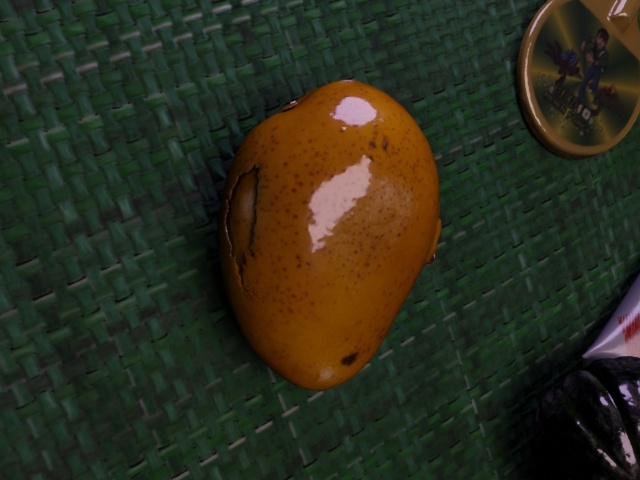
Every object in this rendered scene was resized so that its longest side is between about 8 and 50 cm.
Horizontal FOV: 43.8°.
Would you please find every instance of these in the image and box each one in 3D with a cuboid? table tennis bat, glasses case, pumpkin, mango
[{"bbox_3d":[0.347,-0.249,0.981,0.198,0.050,0.321,37,78,-24],"label":"table tennis bat"},{"bbox_3d":[0.449,0.089,1.023,0.128,0.083,0.308,49,68,-23],"label":"glasses case"},{"bbox_3d":[0.349,0.238,0.903,0.220,0.162,0.220,1,109,4],"label":"pumpkin"},{"bbox_3d":[0.000,0.000,0.721,0.191,0.160,0.290,0,101,-37],"label":"mango"}]
